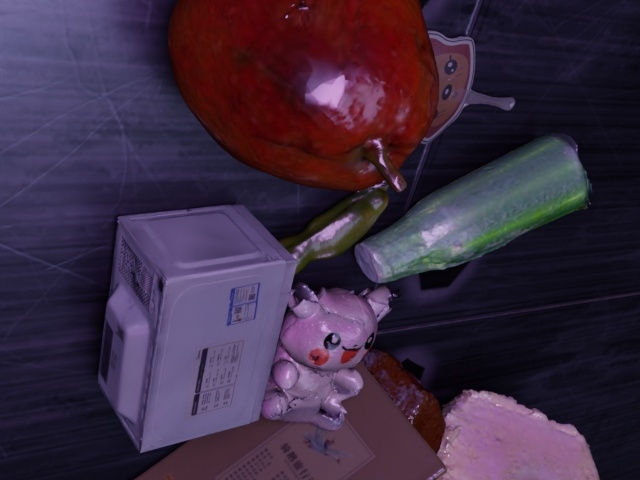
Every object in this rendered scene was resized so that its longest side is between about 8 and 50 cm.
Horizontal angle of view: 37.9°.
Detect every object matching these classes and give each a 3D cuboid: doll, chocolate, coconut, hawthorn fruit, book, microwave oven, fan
[{"bbox_3d":[-0.001,0.128,1.064,0.149,0.095,0.192,13,111,-38],"label":"doll"},{"bbox_3d":[0.177,-0.029,1.110,0.291,0.110,0.110,-24,134,-18],"label":"chocolate"},{"bbox_3d":[0.218,0.451,1.302,0.404,0.404,0.405,-21,133,-25],"label":"coconut"},{"bbox_3d":[0.001,-0.139,0.764,0.224,0.261,0.224,-21,139,-20],"label":"hawthorn fruit"},{"bbox_3d":[-0.039,0.276,1.090,0.310,0.217,0.021,-34,153,-12],"label":"book"},{"bbox_3d":[-0.132,0.082,0.931,0.162,0.122,0.208,-7,125,-34],"label":"microwave oven"},{"bbox_3d":[0.146,-0.164,1.041,0.220,0.009,0.132,3,120,-39],"label":"fan"}]

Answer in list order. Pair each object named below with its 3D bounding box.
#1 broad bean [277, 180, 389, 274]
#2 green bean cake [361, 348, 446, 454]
[{"bbox_3d":[0.000,0.000,1.025,0.213,0.048,0.070,-39,150,2],"label":"broad bean"},{"bbox_3d":[0.050,0.267,1.167,0.232,0.198,0.097,-39,140,-12],"label":"green bean cake"}]
